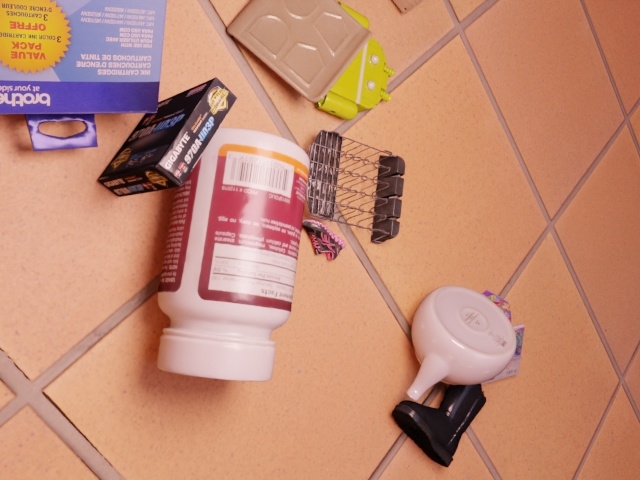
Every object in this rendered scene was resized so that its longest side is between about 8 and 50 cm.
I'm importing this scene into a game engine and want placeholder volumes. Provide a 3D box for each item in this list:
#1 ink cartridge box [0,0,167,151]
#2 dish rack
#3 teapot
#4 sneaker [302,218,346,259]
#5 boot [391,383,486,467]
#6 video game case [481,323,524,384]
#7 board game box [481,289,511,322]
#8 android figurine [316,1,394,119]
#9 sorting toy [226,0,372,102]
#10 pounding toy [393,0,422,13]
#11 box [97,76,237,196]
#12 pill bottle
[{"bbox_3d":[-0.368,-0.328,0.845,0.270,0.151,0.395,-11,128,-38],"label":"ink cartridge box"},{"bbox_3d":[0.071,-0.117,1.297,0.272,0.074,0.208,13,78,-35],"label":"dish rack"},{"bbox_3d":[0.312,0.239,1.392,0.256,0.187,0.252,10,40,-18],"label":"teapot"},{"bbox_3d":[0.000,0.000,1.252,0.119,0.047,0.057,37,77,-29],"label":"sneaker"},{"bbox_3d":[0.285,0.385,1.411,0.207,0.094,0.246,-53,124,-24],"label":"boot"},{"bbox_3d":[0.480,0.300,1.593,0.157,0.019,0.143,-4,103,-34],"label":"video game case"},{"bbox_3d":[0.477,0.211,1.614,0.169,0.033,0.133,28,71,-34],"label":"board game box"},{"bbox_3d":[0.055,-0.385,1.311,0.273,0.056,0.248,17,76,-34],"label":"android figurine"},{"bbox_3d":[-0.013,-0.450,1.215,0.229,0.041,0.307,38,72,-7],"label":"sorting toy"},{"bbox_3d":[0.170,-0.643,1.400,0.206,0.094,0.181,46,66,-16],"label":"pounding toy"},{"bbox_3d":[-0.247,-0.157,0.952,0.051,0.220,0.175,42,63,-32],"label":"box"},{"bbox_3d":[-0.149,0.029,1.015,0.224,0.224,0.391,14,78,-37],"label":"pill bottle"}]
